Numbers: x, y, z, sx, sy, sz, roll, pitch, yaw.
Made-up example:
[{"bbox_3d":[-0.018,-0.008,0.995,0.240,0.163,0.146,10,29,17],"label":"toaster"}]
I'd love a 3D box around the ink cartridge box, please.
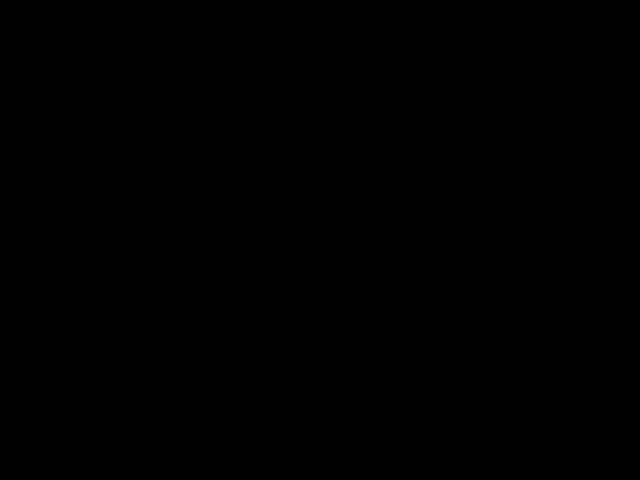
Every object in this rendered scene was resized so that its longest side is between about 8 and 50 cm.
[{"bbox_3d":[-0.002,0.038,0.151,0.385,0.160,0.279,-92,7,-50],"label":"ink cartridge box"}]
